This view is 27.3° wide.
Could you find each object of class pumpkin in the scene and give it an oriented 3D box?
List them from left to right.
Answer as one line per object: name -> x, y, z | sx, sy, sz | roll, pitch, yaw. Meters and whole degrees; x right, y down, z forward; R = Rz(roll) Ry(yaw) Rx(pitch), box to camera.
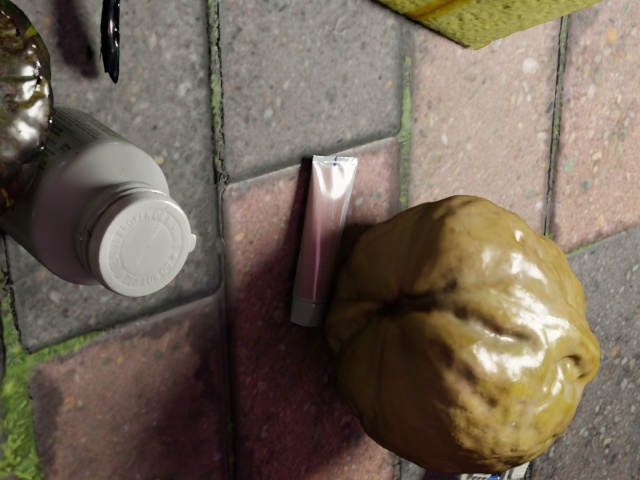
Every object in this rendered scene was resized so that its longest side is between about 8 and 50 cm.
pumpkin -> -0.328, -0.108, 1.061 | 0.237, 0.159, 0.238 | -3, 101, -14

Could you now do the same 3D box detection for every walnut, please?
walnut -> 0.168, 0.116, 1.509 | 0.306, 0.306, 0.344 | -57, 148, 0

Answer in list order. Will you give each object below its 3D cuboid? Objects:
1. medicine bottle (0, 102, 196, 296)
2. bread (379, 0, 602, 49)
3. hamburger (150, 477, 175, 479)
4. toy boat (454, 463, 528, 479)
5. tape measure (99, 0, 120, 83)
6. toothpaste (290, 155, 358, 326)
medicine bottle -> -0.207, -0.033, 1.176 | 0.135, 0.215, 0.135 | -19, 123, -32
bread -> 0.254, -0.296, 1.316 | 0.233, 0.361, 0.245 | 17, 98, -43
hamburger -> -0.208, 0.350, 1.454 | 0.176, 0.102, 0.087 | -27, 139, -26
toy boat -> 0.267, 0.191, 1.761 | 0.129, 0.088, 0.295 | 11, 105, -42
tape measure -> -0.117, -0.319, 1.190 | 0.215, 0.098, 0.351 | -21, 126, -28
toothpaste -> 0.000, 0.000, 1.485 | 0.067, 0.043, 0.195 | -1, 107, -41
